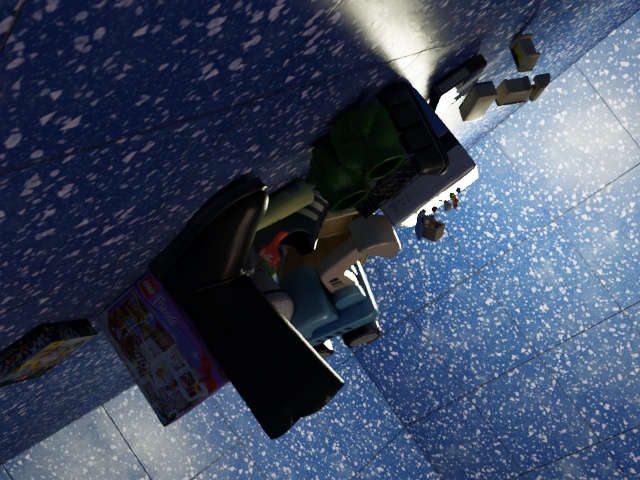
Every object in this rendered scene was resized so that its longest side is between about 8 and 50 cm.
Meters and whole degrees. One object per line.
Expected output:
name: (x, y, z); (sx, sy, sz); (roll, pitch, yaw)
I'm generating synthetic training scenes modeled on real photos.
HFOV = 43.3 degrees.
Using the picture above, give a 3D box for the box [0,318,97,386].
box: (-0.572, 0.229, 1.652); (0.159, 0.044, 0.233); (-36, 174, 3)

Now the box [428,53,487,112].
box: (0.333, -0.377, 1.994); (0.136, 0.036, 0.225); (-36, 173, -1)

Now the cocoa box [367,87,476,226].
cocoa box: (0.217, -0.185, 1.923); (0.231, 0.228, 0.347); (-37, 173, 10)

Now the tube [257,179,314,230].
tube: (-0.126, -0.058, 1.835); (0.240, 0.062, 0.070); (-31, 159, -25)

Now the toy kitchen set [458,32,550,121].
toy kitchen set: (0.442, -0.409, 2.015); (0.207, 0.166, 0.122); (-11, 161, -15)

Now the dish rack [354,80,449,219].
dish rack: (0.128, -0.175, 1.684); (0.074, 0.208, 0.271); (-17, 165, -34)

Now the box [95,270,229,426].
box: (-0.341, 0.233, 1.767); (0.201, 0.293, 0.057); (-38, 172, 24)

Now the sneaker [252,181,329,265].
sneaker: (-0.028, -0.054, 1.980); (0.350, 0.148, 0.131); (-33, 173, -27)

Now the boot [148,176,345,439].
boot: (-0.109, 0.142, 1.615); (0.146, 0.445, 0.367); (-29, 171, -48)

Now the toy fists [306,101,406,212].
toy fists: (0.059, -0.170, 1.621); (0.096, 0.142, 0.279); (-13, 163, -30)

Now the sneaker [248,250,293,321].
sneaker: (-0.200, 0.201, 2.104); (0.137, 0.210, 0.366); (0, 137, -34)

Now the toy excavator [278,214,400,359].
toy excavator: (0.030, 0.121, 2.026); (0.432, 0.222, 0.445); (-25, 157, 11)

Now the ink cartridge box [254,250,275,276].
ink cartridge box: (-0.066, -0.003, 2.423); (0.255, 0.097, 0.189); (-32, 173, -24)

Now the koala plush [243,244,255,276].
koala plush: (-0.226, 0.139, 1.885); (0.203, 0.221, 0.196); (-20, -179, -10)

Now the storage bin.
storage bin: (0.000, 0.000, 2.173); (0.262, 0.123, 0.260); (-14, 159, -14)

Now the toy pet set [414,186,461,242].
toy pet set: (0.252, -0.061, 1.816); (0.122, 0.065, 0.114); (-33, 139, -43)
